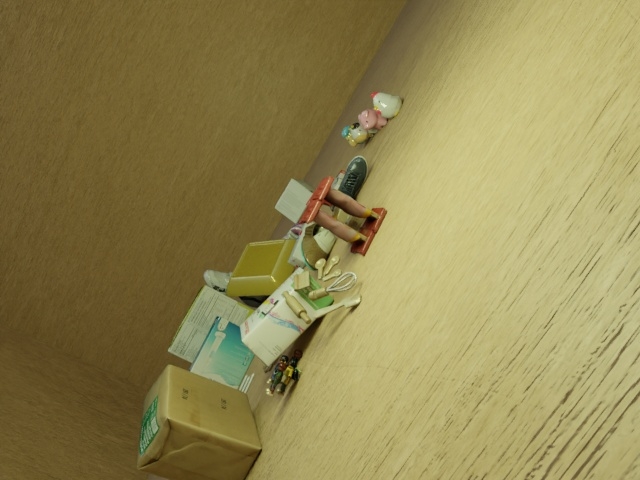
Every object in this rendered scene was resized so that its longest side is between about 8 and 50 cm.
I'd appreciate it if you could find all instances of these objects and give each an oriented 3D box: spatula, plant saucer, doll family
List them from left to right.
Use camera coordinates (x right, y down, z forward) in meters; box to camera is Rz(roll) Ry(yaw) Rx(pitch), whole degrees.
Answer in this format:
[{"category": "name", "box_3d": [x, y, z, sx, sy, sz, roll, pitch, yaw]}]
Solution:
[{"category": "spatula", "box_3d": [-0.332, 0.637, 1.896, 0.242, 0.019, 0.168, -66, 11, -24]}, {"category": "plant saucer", "box_3d": [-0.277, 0.110, 2.301, 0.332, 0.081, 0.333, -6, 43, 27]}, {"category": "doll family", "box_3d": [-0.099, 0.371, 1.377, 0.193, 0.076, 0.111, -143, 78, -82]}]

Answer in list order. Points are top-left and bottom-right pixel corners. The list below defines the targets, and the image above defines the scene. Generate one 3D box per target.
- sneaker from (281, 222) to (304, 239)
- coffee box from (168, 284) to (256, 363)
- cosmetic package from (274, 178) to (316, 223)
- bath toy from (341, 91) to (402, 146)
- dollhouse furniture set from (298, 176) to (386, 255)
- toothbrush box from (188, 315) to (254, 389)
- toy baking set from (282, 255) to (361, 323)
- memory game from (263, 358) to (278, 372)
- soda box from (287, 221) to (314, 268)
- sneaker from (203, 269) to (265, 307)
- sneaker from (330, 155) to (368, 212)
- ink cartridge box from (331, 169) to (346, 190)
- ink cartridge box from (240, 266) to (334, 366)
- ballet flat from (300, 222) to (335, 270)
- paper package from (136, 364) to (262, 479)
[{"category": "sneaker", "box_3d": [-0.142, -0.015, 2.502, 0.236, 0.095, 0.104, -44, 13, 43]}, {"category": "coffee box", "box_3d": [-0.504, 0.440, 2.328, 0.338, 0.334, 0.337, -64, 11, -14]}, {"category": "cosmetic package", "box_3d": [-0.110, -0.206, 2.523, 0.184, 0.151, 0.151, -58, -16, 15]}, {"category": "bath toy", "box_3d": [0.211, -0.515, 2.040, 0.151, 0.129, 0.348, -65, 12, -20]}, {"category": "dollhouse furniture set", "box_3d": [0.038, -0.073, 1.522, 0.152, 0.201, 0.374, -62, 12, -4]}, {"category": "toothbrush box", "box_3d": [-0.420, 0.509, 2.098, 0.295, 0.216, 0.126, -65, 12, -15]}, {"category": "toy baking set", "box_3d": [-0.002, 0.131, 1.299, 0.197, 0.030, 0.256, -43, 36, 0]}, {"category": "memory game", "box_3d": [-0.162, 0.393, 1.753, 0.186, 0.012, 0.186, -58, 11, 18]}, {"category": "soda box", "box_3d": [-0.069, 0.016, 2.108, 0.069, 0.074, 0.216, -48, 17, 50]}, {"category": "sneaker", "box_3d": [-0.406, 0.196, 2.491, 0.210, 0.366, 0.137, -50, 31, 16]}, {"category": "sneaker", "box_3d": [0.106, -0.194, 1.779, 0.163, 0.086, 0.226, -59, -7, -65]}, {"category": "ink cartridge box", "box_3d": [0.081, -0.231, 2.098, 0.099, 0.056, 0.135, -52, 13, 34]}, {"category": "ink cartridge box", "box_3d": [-0.111, 0.227, 1.484, 0.278, 0.117, 0.201, -45, 10, -6]}, {"category": "ballet flat", "box_3d": [0.000, 0.000, 1.821, 0.124, 0.116, 0.342, -38, 13, 12]}, {"category": "paper package", "box_3d": [-0.358, 0.546, 1.416, 0.168, 0.309, 0.325, -60, 21, 3]}]
